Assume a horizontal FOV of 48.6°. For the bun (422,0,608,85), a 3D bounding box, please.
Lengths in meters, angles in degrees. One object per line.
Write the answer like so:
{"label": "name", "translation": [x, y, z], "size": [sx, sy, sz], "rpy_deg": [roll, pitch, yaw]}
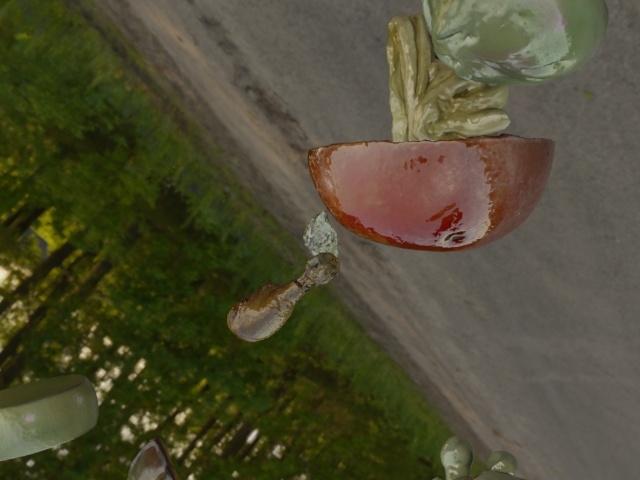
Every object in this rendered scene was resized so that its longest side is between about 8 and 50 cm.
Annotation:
{"label": "bun", "translation": [0.269, -0.310, 1.043], "size": [0.283, 0.179, 0.283], "rpy_deg": [23, -179, 0]}

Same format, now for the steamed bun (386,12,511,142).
{"label": "steamed bun", "translation": [0.228, -0.219, 1.266], "size": [0.189, 0.427, 0.247], "rpy_deg": [-4, 178, 1]}

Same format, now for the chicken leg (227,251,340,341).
{"label": "chicken leg", "translation": [-0.066, 0.103, 1.280], "size": [0.087, 0.251, 0.107], "rpy_deg": [56, -154, 6]}

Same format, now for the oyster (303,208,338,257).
{"label": "oyster", "translation": [0.001, 0.000, 1.447], "size": [0.098, 0.037, 0.100], "rpy_deg": [-32, 88, 39]}

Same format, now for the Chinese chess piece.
{"label": "Chinese chess piece", "translation": [-0.181, 0.110, 0.438], "size": [0.084, 0.084, 0.034], "rpy_deg": [171, 87, -72]}

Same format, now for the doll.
{"label": "doll", "translation": [0.212, 0.322, 0.819], "size": [0.155, 0.113, 0.275], "rpy_deg": [21, 179, -7]}

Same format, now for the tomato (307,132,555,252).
{"label": "tomato", "translation": [0.146, -0.058, 0.931], "size": [0.338, 0.143, 0.338], "rpy_deg": [0, -177, 0]}

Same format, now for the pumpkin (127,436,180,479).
{"label": "pumpkin", "translation": [-0.076, 0.150, 0.341], "size": [0.035, 0.101, 0.073], "rpy_deg": [5, -136, -41]}
